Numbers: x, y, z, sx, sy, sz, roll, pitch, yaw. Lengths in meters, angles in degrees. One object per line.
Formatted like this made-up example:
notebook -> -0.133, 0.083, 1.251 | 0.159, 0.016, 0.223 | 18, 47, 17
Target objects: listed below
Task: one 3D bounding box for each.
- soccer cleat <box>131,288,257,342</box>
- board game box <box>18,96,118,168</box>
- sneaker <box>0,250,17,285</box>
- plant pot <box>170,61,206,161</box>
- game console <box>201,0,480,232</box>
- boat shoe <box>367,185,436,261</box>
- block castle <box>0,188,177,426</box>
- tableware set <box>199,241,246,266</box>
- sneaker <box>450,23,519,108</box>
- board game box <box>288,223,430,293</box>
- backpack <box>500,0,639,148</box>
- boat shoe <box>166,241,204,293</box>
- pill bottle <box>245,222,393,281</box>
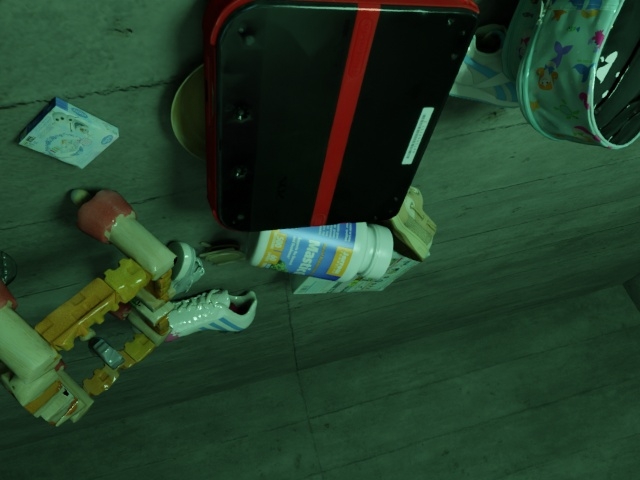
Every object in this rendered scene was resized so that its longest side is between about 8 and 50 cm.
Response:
soccer cleat -> -0.323, 0.182, 1.186 | 0.331, 0.116, 0.143 | 2, 132, -37
board game box -> -0.349, -0.146, 0.620 | 0.090, 0.020, 0.090 | -29, 150, 23
sneaker -> -0.672, 0.077, 0.803 | 0.283, 0.107, 0.124 | -13, 170, -2
plant pot -> -0.101, -0.194, 0.661 | 0.236, 0.032, 0.236 | -14, 152, -7
game console -> 0.008, -0.161, 0.646 | 0.341, 0.060, 0.387 | -7, 141, -18
boat shoe -> 0.158, -0.074, 0.966 | 0.110, 0.121, 0.341 | -57, 139, -9
block castle -> -0.444, 0.133, 0.814 | 0.303, 0.213, 0.453 | -46, 173, -33
tableware set -> -0.169, 0.012, 1.008 | 0.194, 0.039, 0.128 | -12, 165, 3
sneaker -> 0.273, -0.267, 0.678 | 0.228, 0.087, 0.092 | -4, 149, -27
board game box -> 0.096, 0.049, 1.165 | 0.303, 0.098, 0.224 | 4, 148, -33
backpack -> 0.357, -0.252, 0.572 | 0.225, 0.254, 0.191 | 8, -171, -40
boat shoe -> -0.306, 0.063, 0.993 | 0.081, 0.079, 0.227 | -6, 158, -34
pill bottle -> 0.000, 0.000, 0.886 | 0.271, 0.152, 0.152 | 12, 144, -18
